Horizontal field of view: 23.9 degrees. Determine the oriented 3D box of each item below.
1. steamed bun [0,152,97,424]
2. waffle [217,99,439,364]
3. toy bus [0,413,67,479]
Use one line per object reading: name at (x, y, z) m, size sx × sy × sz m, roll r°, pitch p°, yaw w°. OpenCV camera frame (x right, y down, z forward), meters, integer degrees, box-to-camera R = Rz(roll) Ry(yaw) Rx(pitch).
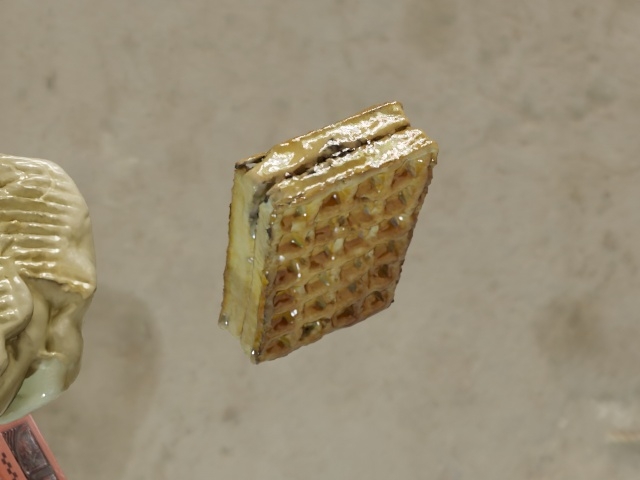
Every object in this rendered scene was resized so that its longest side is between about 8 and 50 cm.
steamed bun at (-0.361, 0.073, 1.434) m, size 0.203 × 0.276 × 0.289 m, roll 129°, pitch 143°, yaw -53°
waffle at (-0.001, -0.001, 1.680) m, size 0.213 × 0.308 × 0.091 m, roll -22°, pitch 58°, yaw -23°
toy bus at (-0.344, 0.417, 1.713) m, size 0.203 × 0.233 × 0.427 m, roll -32°, pitch 85°, yaw 22°
